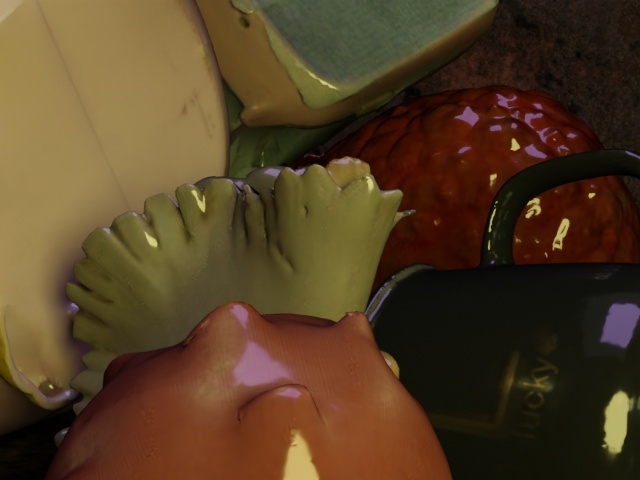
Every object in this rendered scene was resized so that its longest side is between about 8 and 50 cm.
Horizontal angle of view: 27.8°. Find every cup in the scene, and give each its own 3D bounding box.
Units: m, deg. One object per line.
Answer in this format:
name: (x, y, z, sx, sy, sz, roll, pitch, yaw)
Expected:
cup: (0.109, 0.066, 0.636, 0.176, 0.223, 0.169, 4, -7, 35)

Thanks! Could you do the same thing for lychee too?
lychee: (0.093, 0.021, 0.892, 0.255, 0.300, 0.255, 13, 38, -10)

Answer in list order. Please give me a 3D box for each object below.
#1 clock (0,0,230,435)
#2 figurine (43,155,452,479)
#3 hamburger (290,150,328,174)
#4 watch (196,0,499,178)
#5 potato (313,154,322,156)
clock: (-0.245, -0.071, 0.728, 0.376, 0.368, 0.250, 8, 43, 34)
figurine: (-0.019, 0.088, 0.473, 0.166, 0.207, 0.387, 39, 14, -22)
hamburger: (0.005, 0.016, 1.071, 0.175, 0.175, 0.137, 2, 23, -39)
watch: (-0.025, -0.118, 0.878, 0.253, 0.162, 0.241, -30, -11, -26)
potato: (0.000, 0.000, 1.325, 0.160, 0.111, 0.272, 1, 23, -6)
